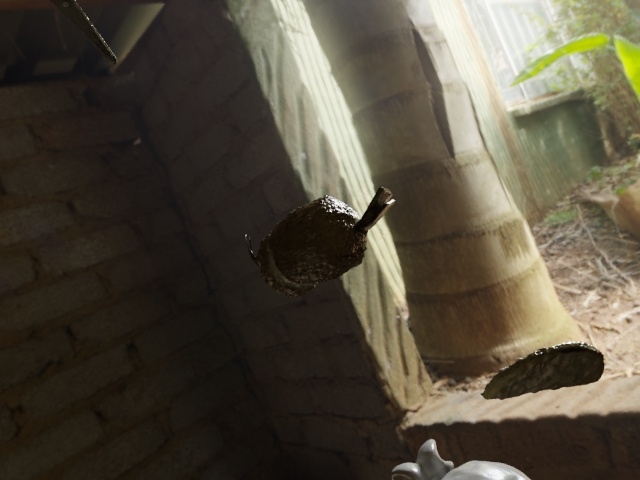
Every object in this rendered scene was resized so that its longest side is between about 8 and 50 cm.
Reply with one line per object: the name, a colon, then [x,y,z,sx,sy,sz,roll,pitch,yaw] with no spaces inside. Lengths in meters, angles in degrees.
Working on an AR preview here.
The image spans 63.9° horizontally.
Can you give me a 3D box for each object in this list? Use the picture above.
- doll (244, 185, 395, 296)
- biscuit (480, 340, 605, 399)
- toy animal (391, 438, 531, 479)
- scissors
doll: [0.001,0.004,0.664,0.221,0.105,0.114,-22,-37,38]
biscuit: [0.421,0.230,0.930,0.249,0.133,0.032,-5,41,-13]
toy animal: [0.214,0.430,0.804,0.194,0.258,0.357,-45,3,-20]
scissors: [-0.248,-0.232,0.485,0.100,0.015,0.189,-36,-26,-3]
